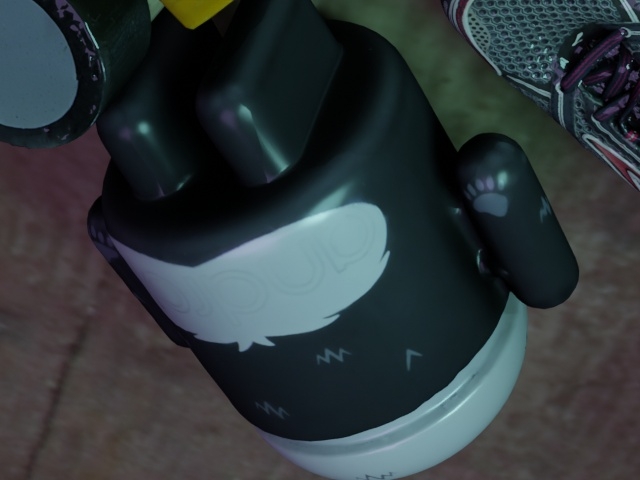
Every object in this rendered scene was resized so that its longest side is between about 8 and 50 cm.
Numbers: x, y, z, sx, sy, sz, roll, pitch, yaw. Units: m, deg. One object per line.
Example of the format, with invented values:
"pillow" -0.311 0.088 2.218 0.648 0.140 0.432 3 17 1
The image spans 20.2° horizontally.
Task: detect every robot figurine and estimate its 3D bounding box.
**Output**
"robot figurine" -0.001 -0.001 0.919 0.209 0.173 0.278 37 164 52

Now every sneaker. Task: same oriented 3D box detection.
"sneaker" 0.184 -0.056 0.840 0.299 0.112 0.121 31 137 -15

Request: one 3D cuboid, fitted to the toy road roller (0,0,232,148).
"toy road roller" -0.078 -0.213 0.694 0.329 0.202 0.240 -28 112 39
